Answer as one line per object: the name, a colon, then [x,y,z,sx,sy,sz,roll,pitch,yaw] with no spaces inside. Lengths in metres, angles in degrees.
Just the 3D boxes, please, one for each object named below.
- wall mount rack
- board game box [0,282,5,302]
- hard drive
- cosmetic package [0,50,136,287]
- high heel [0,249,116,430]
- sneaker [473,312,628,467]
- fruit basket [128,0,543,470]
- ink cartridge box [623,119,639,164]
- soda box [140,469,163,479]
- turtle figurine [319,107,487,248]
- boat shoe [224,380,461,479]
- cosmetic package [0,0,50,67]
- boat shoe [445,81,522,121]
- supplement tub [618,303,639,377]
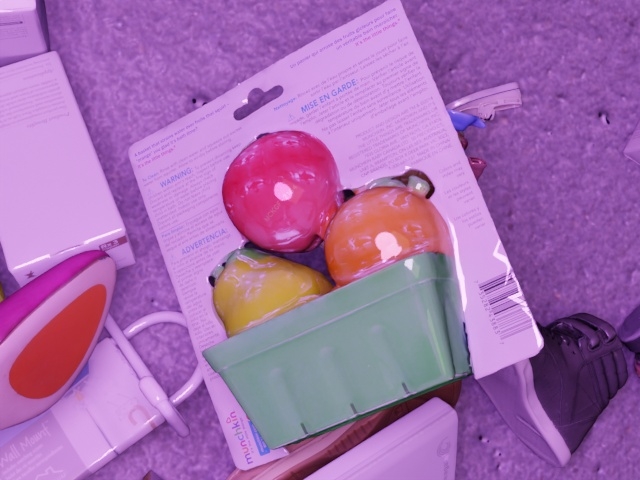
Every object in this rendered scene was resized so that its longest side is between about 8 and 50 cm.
wall mount rack: [-0.301,0.137,0.989,0.350,0.130,0.304,-36,61,-11]
board game box: [-0.384,-0.009,0.977,0.092,0.043,0.181,-16,62,-11]
hard drive: [0.016,0.308,0.971,0.307,0.040,0.203,-24,127,-33]
cosmetic package: [-0.278,-0.068,0.975,0.117,0.085,0.231,-20,67,-10]
high heel: [-0.357,0.125,0.875,0.181,0.127,0.377,30,67,28]
sneaker: [0.242,0.109,1.064,0.147,0.104,0.296,-45,126,-16]
fruit basket: [0.000,0.000,0.920,0.327,0.165,0.353,-26,70,20]
ink cartridge box: [0.470,-0.181,1.124,0.092,0.160,0.219,31,83,-9]
soda box: [-0.123,0.343,1.031,0.216,0.074,0.069,42,81,-6]
turtle figurine: [0.081,-0.044,1.066,0.274,0.198,0.266,-4,117,30]
boat shoe: [-0.005,0.218,1.021,0.341,0.110,0.122,-32,130,-25]
cosmetic package: [-0.350,-0.295,0.945,0.138,0.224,0.224,-9,89,-13]
boat shoe: [0.191,-0.156,1.136,0.100,0.035,0.035,-17,88,-17]
supplement tub: [0.442,0.155,1.130,0.198,0.106,0.106,42,81,-6]
